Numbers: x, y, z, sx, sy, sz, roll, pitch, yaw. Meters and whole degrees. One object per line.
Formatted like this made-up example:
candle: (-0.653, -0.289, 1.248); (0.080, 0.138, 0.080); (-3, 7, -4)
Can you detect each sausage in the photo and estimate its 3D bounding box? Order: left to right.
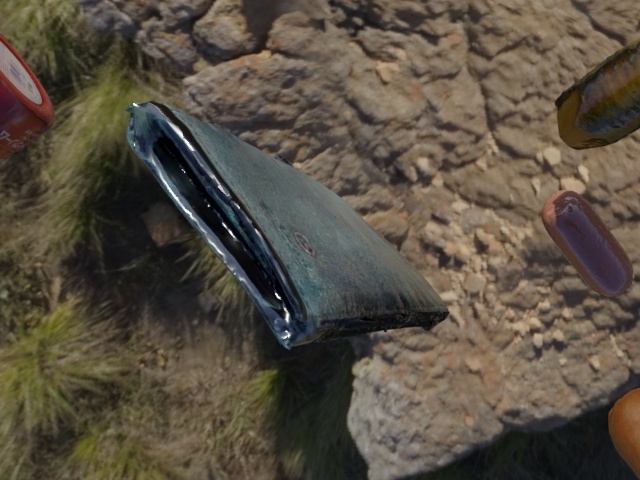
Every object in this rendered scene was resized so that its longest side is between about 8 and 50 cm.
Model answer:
sausage: (0.327, 0.006, 1.001); (0.062, 0.062, 0.154); (-34, 114, 21)
sausage: (0.315, 0.198, 0.710); (0.076, 0.197, 0.076); (-4, 115, -9)

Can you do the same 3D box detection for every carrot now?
carrot: (0.311, -0.152, 0.821); (0.082, 0.082, 0.173); (49, 144, -1)

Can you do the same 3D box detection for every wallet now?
wallet: (0.000, 0.000, 0.667); (0.046, 0.379, 0.191); (-44, 73, 10)

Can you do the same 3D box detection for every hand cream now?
hand cream: (-0.453, -0.195, 1.077); (0.125, 0.193, 0.193); (-34, 94, 4)
